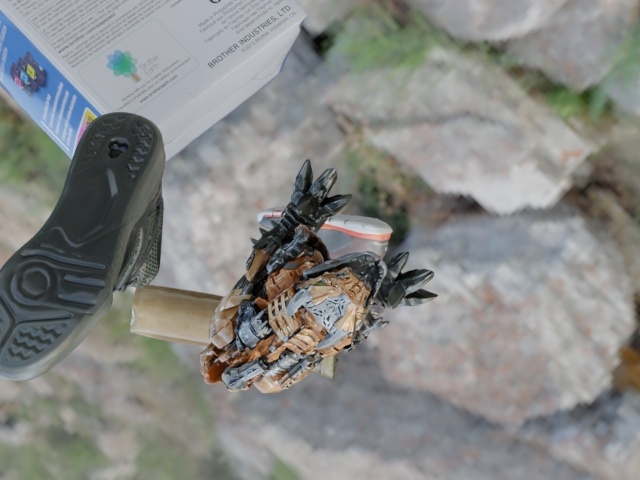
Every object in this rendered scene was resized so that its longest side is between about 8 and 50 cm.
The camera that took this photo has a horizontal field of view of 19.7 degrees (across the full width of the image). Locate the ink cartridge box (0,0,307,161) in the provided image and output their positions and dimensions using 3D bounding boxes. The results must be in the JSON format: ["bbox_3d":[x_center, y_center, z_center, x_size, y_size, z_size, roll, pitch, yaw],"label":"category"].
[{"bbox_3d":[-0.249,-0.277,1.954,0.395,0.270,0.151,47,151,6],"label":"ink cartridge box"}]

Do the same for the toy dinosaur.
[{"bbox_3d":[-0.035,0.058,1.637,0.322,0.218,0.164,-3,127,47],"label":"toy dinosaur"}]

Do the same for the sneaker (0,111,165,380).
[{"bbox_3d":[-0.175,0.027,1.374,0.087,0.227,0.130,14,147,12],"label":"sneaker"}]

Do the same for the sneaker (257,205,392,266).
[{"bbox_3d":[0.000,0.000,2.058,0.158,0.061,0.064,11,103,19],"label":"sneaker"}]

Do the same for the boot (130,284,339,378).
[{"bbox_3d":[-0.108,0.110,2.321,0.270,0.089,0.236,10,172,-1],"label":"boot"}]
